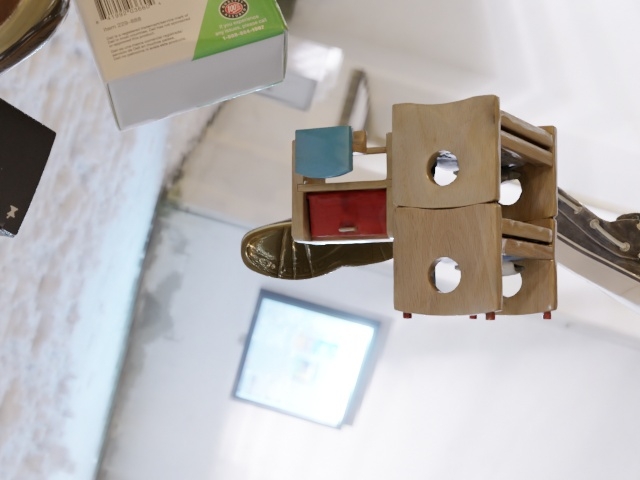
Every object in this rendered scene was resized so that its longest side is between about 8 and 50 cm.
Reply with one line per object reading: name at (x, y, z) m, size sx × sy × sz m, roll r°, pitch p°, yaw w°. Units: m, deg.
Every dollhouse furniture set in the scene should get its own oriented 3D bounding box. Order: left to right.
dollhouse furniture set at (0.048, -0.013, 0.723) m, size 0.129 × 0.184 × 0.128 m, roll 8°, pitch 82°, yaw -62°

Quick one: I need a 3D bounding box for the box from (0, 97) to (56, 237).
box at (-0.369, -0.087, 0.991) m, size 0.153 × 0.207 × 0.108 m, roll 36°, pitch 68°, yaw -51°

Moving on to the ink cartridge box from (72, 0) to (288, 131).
ink cartridge box at (-0.183, -0.301, 1.284) m, size 0.121 × 0.211 × 0.289 m, roll 95°, pitch -24°, yaw -68°

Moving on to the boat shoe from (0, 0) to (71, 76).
boat shoe at (-0.246, -0.211, 0.570) m, size 0.122 × 0.324 × 0.120 m, roll -44°, pitch 152°, yaw -5°

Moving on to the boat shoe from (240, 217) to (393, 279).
boat shoe at (0.001, -0.001, 1.461) m, size 0.073 × 0.224 × 0.080 m, roll -125°, pitch -150°, yaw -64°

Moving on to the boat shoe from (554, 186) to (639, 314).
boat shoe at (0.357, 0.018, 1.289) m, size 0.301 × 0.108 × 0.102 m, roll 36°, pitch -85°, yaw 47°
